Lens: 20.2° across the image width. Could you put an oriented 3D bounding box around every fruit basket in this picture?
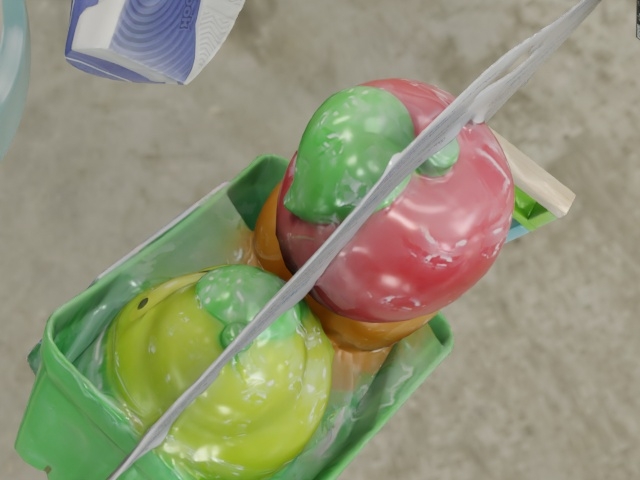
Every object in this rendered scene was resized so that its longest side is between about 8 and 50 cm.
[{"bbox_3d":[0.000,0.000,0.893,0.165,0.327,0.353,40,129,7],"label":"fruit basket"}]

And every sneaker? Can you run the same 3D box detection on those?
[{"bbox_3d":[-0.144,-0.269,1.341,0.127,0.182,0.316,28,72,-53],"label":"sneaker"}]

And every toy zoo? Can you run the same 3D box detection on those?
[{"bbox_3d":[0.118,-0.057,1.928,0.192,0.293,0.030,37,64,-14],"label":"toy zoo"}]

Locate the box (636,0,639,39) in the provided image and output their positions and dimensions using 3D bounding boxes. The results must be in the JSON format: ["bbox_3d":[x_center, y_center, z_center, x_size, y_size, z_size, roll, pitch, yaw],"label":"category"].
[{"bbox_3d":[0.349,-0.223,1.721,0.083,0.052,0.062,-33,145,-17],"label":"box"}]

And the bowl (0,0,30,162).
[{"bbox_3d":[-0.330,-0.146,1.250,0.311,0.163,0.312,1,87,-26],"label":"bowl"}]
